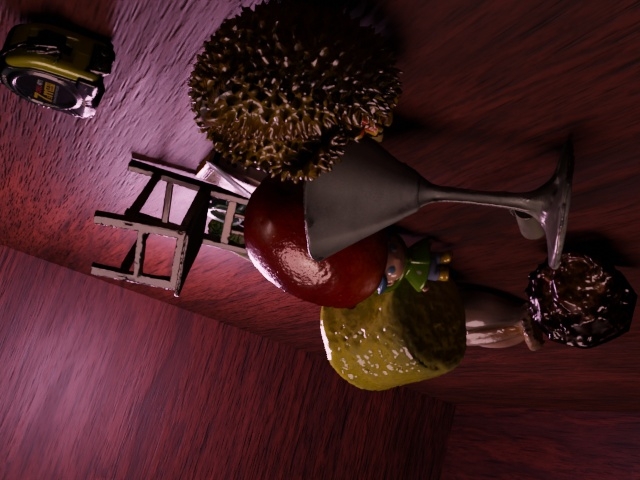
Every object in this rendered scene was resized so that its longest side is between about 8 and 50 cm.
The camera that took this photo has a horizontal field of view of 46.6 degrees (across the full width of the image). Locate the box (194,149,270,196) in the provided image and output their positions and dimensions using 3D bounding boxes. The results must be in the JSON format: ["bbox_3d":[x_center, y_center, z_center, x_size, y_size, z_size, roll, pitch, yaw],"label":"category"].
[{"bbox_3d":[-0.154,-0.129,1.690,0.247,0.033,0.129,21,161,-17],"label":"box"}]

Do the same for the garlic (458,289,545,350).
[{"bbox_3d":[0.457,0.226,2.101,0.325,0.132,0.279,-1,148,30],"label":"garlic"}]

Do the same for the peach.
[{"bbox_3d":[0.000,0.000,1.535,0.281,0.281,0.338,4,140,34],"label":"peach"}]

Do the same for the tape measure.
[{"bbox_3d":[-0.463,-0.306,1.298,0.186,0.112,0.199,15,158,-20],"label":"tape measure"}]

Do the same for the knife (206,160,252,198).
[{"bbox_3d":[-0.132,-0.081,1.667,0.331,0.044,0.080,38,173,-24],"label":"knife"}]

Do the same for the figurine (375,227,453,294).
[{"bbox_3d":[0.176,0.051,1.759,0.263,0.162,0.143,6,176,-3],"label":"figurine"}]

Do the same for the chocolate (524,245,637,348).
[{"bbox_3d":[0.533,0.092,1.525,0.224,0.206,0.177,14,153,22],"label":"chocolate"}]

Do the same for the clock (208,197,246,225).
[{"bbox_3d":[-0.236,-0.080,1.898,0.101,0.041,0.135,24,159,-24],"label":"clock"}]

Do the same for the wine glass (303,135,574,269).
[{"bbox_3d":[0.195,-0.077,1.229,0.406,0.267,0.267,6,161,11],"label":"wine glass"}]

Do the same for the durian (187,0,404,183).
[{"bbox_3d":[-0.034,-0.216,1.024,0.293,0.258,0.258,2,160,9],"label":"durian"}]

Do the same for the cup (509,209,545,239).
[{"bbox_3d":[0.404,-0.051,1.442,0.054,0.075,0.083,-28,145,10],"label":"cup"}]

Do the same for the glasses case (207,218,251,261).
[{"bbox_3d":[-0.191,0.021,2.068,0.272,0.062,0.095,32,-170,-40],"label":"glasses case"}]

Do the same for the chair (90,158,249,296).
[{"bbox_3d":[-0.298,-0.003,1.766,0.416,0.240,0.203,16,128,-1],"label":"chair"}]

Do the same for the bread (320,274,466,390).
[{"bbox_3d":[0.199,0.210,1.952,0.348,0.348,0.308,26,150,-29],"label":"bread"}]
